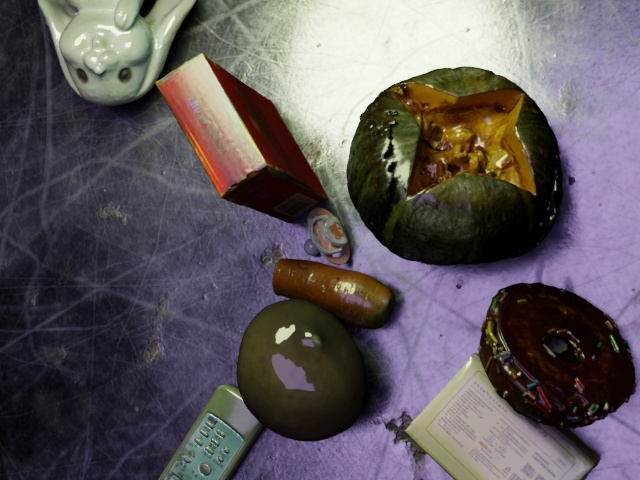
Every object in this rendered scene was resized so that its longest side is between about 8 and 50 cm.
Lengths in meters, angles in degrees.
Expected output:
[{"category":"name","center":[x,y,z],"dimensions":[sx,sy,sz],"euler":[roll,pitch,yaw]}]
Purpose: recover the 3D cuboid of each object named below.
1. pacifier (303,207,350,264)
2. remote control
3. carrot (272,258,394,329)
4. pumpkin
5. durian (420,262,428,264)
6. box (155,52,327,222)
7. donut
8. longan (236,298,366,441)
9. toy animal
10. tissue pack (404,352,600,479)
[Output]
[{"category":"pacifier","center":[0.000,0.000,1.784],"dimensions":[0.078,0.081,0.099],"euler":[-32,75,41]},{"category":"remote control","center":[-0.180,0.346,1.820],"dimensions":[0.098,0.038,0.233],"euler":[35,96,18]},{"category":"carrot","center":[0.018,0.078,1.760],"dimensions":[0.193,0.087,0.087],"euler":[19,91,16]},{"category":"pumpkin","center":[0.191,-0.107,1.633],"dimensions":[0.320,0.192,0.320],"euler":[3,62,-5]},{"category":"durian","center":[0.175,0.002,1.725],"dimensions":[0.091,0.080,0.080],"euler":[20,91,6]},{"category":"box","center":[-0.110,-0.144,1.698],"dimensions":[0.089,0.313,0.197],"euler":[-32,77,10]},{"category":"donut","center":[0.325,0.167,1.598],"dimensions":[0.235,0.235,0.089],"euler":[44,136,16]},{"category":"longan","center":[-0.031,0.198,1.709],"dimensions":[0.196,0.196,0.220],"euler":[-35,88,11]},{"category":"toy animal","center":[-0.356,-0.377,1.874],"dimensions":[0.249,0.174,0.289],"euler":[27,92,6]},{"category":"tissue pack","center":[0.265,0.298,1.642],"dimensions":[0.234,0.125,0.159],"euler":[42,96,17]}]
